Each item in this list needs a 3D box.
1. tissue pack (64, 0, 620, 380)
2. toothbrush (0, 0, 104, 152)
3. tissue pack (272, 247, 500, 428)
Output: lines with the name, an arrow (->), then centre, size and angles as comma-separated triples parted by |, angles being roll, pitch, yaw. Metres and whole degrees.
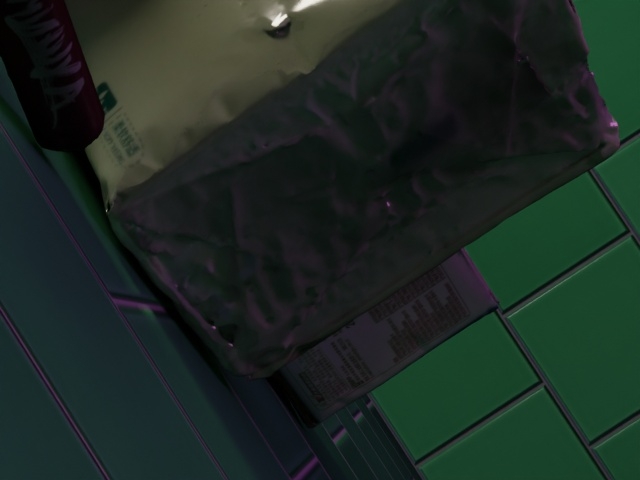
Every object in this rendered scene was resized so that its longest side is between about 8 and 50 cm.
tissue pack -> -0.026, -0.131, 1.145 | 0.207, 0.297, 0.380 | 57, -2, -38
toothbrush -> -0.157, -0.165, 0.790 | 0.041, 0.041, 0.364 | 57, -12, 36
tissue pack -> 0.000, 0.000, 1.338 | 0.225, 0.185, 0.124 | 55, 4, -38
